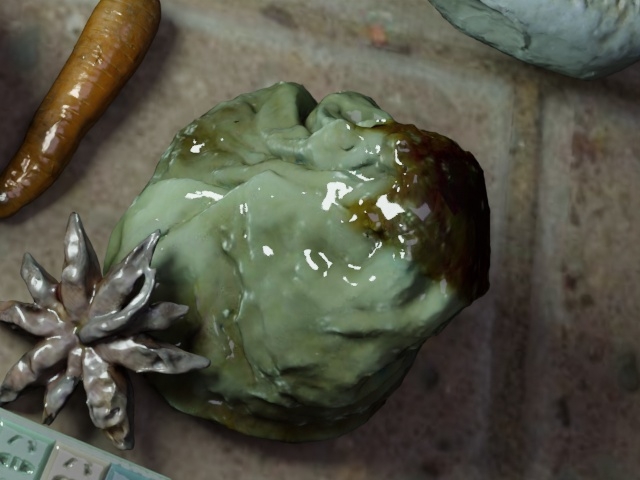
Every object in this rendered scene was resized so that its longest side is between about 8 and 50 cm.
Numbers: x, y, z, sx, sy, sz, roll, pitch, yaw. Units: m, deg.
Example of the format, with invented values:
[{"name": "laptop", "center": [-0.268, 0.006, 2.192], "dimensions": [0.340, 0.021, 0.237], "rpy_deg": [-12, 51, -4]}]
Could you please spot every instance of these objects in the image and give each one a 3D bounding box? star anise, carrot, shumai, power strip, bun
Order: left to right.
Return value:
[{"name": "power strip", "center": [-0.239, 0.218, 1.589], "dimensions": [0.215, 0.061, 0.145], "rpy_deg": [25, 77, -13]}, {"name": "carrot", "center": [-0.205, -0.116, 1.674], "dimensions": [0.059, 0.059, 0.248], "rpy_deg": [33, 71, -11]}, {"name": "star anise", "center": [-0.190, 0.079, 1.597], "dimensions": [0.182, 0.065, 0.195], "rpy_deg": [-22, 93, 13]}, {"name": "shumai", "center": [0.000, 0.000, 1.612], "dimensions": [0.304, 0.263, 0.309], "rpy_deg": [-6, 81, -24]}, {"name": "bun", "center": [0.204, -0.309, 1.794], "dimensions": [0.354, 0.194, 0.354], "rpy_deg": [6, 75, -23]}]
